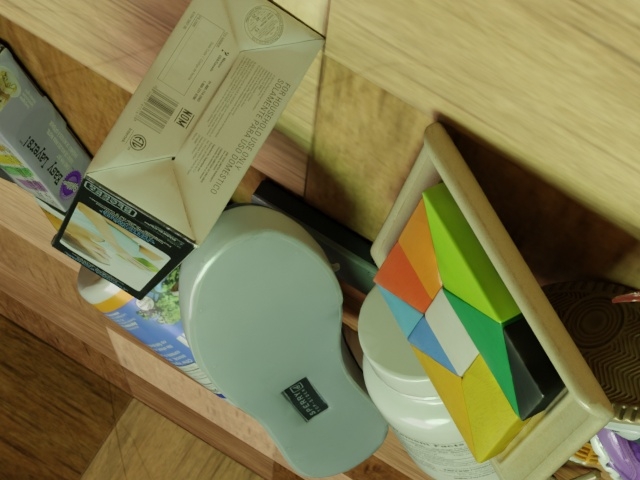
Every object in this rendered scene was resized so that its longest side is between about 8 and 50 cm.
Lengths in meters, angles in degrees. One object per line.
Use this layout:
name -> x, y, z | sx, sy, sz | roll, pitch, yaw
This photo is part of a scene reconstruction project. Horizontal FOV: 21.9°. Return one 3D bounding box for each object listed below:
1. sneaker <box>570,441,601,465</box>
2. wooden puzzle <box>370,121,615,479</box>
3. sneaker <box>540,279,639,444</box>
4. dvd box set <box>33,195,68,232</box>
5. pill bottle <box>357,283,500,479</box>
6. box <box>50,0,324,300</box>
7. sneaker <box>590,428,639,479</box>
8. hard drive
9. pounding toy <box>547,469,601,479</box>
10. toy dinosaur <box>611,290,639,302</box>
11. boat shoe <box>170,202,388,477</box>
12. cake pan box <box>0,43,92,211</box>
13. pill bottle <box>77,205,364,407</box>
sneaker -> 0.232, 0.137, 1.310 | 0.084, 0.083, 0.215 | 28, -176, 36
wooden puzzle -> 0.102, 0.061, 1.131 | 0.221, 0.044, 0.239 | 60, 164, 17
sneaker -> 0.262, 0.124, 1.150 | 0.282, 0.099, 0.153 | 18, 158, 38
dvd box set -> -0.146, 0.071, 1.920 | 0.307, 0.062, 0.420 | 29, 165, 14
pill bottle -> 0.106, 0.111, 1.372 | 0.131, 0.131, 0.229 | 26, 164, 26
box -> -0.103, -0.064, 1.171 | 0.087, 0.169, 0.290 | 32, 165, -7
sneaker -> 0.310, 0.165, 1.221 | 0.236, 0.095, 0.104 | 30, 161, -13
hard drive -> 0.000, 0.000, 1.451 | 0.135, 0.022, 0.094 | 32, 166, 5
pounding toy -> 0.206, 0.268, 1.728 | 0.100, 0.141, 0.130 | 32, 180, 1
toy dinosaur -> 0.235, 0.038, 0.994 | 0.047, 0.090, 0.082 | 25, -154, -41
boat shoe -> -0.042, 0.054, 1.397 | 0.156, 0.135, 0.367 | 61, -179, 37
cake pan box -> -0.370, -0.151, 1.656 | 0.245, 0.070, 0.267 | 29, 166, 23
pill bottle -> -0.084, 0.066, 1.589 | 0.272, 0.152, 0.152 | 38, 165, -21
